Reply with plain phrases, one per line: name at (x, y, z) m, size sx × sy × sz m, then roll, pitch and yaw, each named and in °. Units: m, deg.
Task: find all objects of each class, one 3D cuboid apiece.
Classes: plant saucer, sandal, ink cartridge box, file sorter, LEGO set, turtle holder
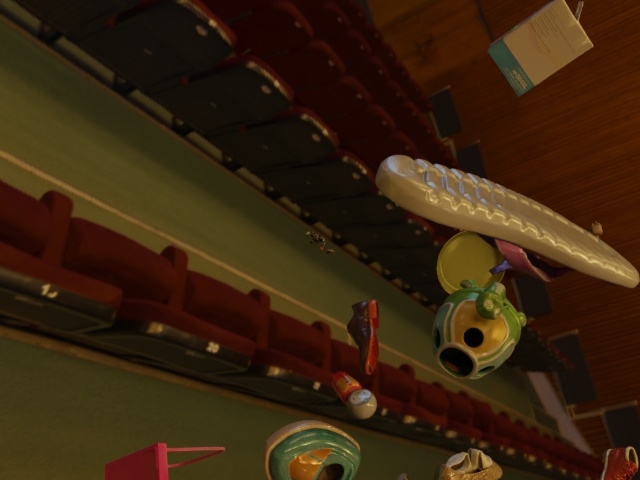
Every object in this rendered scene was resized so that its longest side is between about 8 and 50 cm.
plant saucer at (0.498, 0.079, 2.021) m, size 0.241 × 0.241 × 0.037 m, roll 61°, pitch -2°, yaw -13°
sandal at (0.253, -0.008, 0.856) m, size 0.416 × 0.102 × 0.169 m, roll 21°, pitch 26°, yaw -14°
ink cartridge box at (0.345, -0.306, 0.934) m, size 0.090 × 0.143 × 0.092 m, roll 53°, pitch 28°, yaw -8°
file sorter at (-0.281, 0.558, 1.163) m, size 0.182 × 0.202 × 0.291 m, roll 16°, pitch 53°, yaw -43°
LEGO set at (-0.001, 0.001, 1.431) m, size 0.083 × 0.054 × 0.023 m, roll 48°, pitch 62°, yaw -41°
turtle holder at (0.450, 0.261, 1.713) m, size 0.243 × 0.320 × 0.227 m, roll 49°, pitch 51°, yaw -5°

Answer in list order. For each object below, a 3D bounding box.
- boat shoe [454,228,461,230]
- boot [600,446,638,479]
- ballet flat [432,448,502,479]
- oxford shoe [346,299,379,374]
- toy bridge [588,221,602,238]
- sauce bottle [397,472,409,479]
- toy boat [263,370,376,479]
boat shoe at (0.460, -0.094, 1.983) m, size 0.341 × 0.110 × 0.122 m, roll 27°, pitch 23°, yaw -23°
boot at (0.762, 0.595, 1.536) m, size 0.059 × 0.084 × 0.158 m, roll 35°, pitch 49°, yaw -11°
ballet flat at (0.302, 0.457, 1.217) m, size 0.206 × 0.073 × 0.067 m, roll 3°, pitch 90°, yaw -45°
oxford shoe at (0.136, 0.314, 1.960) m, size 0.271 × 0.098 × 0.097 m, roll -82°, pitch 161°, yaw -45°
toy bridge at (0.805, -0.002, 1.780) m, size 0.188 × 0.026 × 0.063 m, roll 60°, pitch 27°, yaw -53°
sauce bottle at (0.228, 0.620, 1.466) m, size 0.128 × 0.042 × 0.042 m, roll 56°, pitch 28°, yaw -9°
toy boat at (0.015, 0.466, 1.408) m, size 0.267 × 0.318 × 0.148 m, roll 24°, pitch 5°, yaw -33°
